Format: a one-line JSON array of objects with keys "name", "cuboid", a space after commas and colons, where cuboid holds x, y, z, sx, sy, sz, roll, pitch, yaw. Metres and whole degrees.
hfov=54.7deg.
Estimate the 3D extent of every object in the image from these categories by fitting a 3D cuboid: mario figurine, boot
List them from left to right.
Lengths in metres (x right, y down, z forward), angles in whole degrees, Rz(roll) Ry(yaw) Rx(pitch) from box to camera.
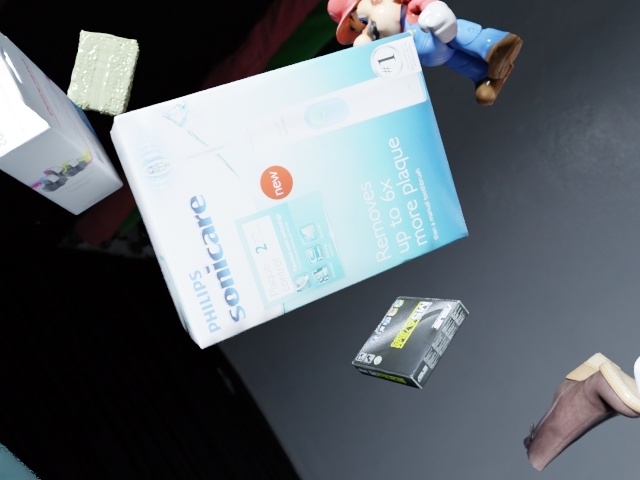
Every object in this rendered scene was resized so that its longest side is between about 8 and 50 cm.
[{"name": "mario figurine", "cuboid": [0.146, -0.315, 1.012, 0.170, 0.320, 0.198, -44, -22, -47]}, {"name": "boot", "cuboid": [0.409, 0.286, 0.967, 0.207, 0.090, 0.248, -55, -10, 8]}]

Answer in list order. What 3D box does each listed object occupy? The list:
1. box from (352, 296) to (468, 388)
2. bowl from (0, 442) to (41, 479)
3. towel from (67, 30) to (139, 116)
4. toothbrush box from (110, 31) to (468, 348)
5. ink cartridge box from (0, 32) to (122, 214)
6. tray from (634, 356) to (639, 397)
[{"name": "box", "cuboid": [0.178, 0.199, 1.248, 0.190, 0.045, 0.184, -51, 22, -23]}, {"name": "bowl", "cuboid": [-0.299, 0.161, 0.295, 0.311, 0.163, 0.311, -8, 24, 3]}, {"name": "towel", "cuboid": [-0.392, -0.301, 1.122, 0.110, 0.148, 0.027, 10, -4, -7]}, {"name": "toothbrush box", "cuboid": [-0.030, -0.057, 0.622, 0.295, 0.216, 0.126, -20, 10, -17]}, {"name": "ink cartridge box", "cuboid": [-0.262, -0.105, 0.562, 0.061, 0.104, 0.181, -32, -16, -3]}, {"name": "tray", "cuboid": [0.421, 0.235, 0.699, 0.145, 0.270, 0.030, -23, 9, -40]}]
